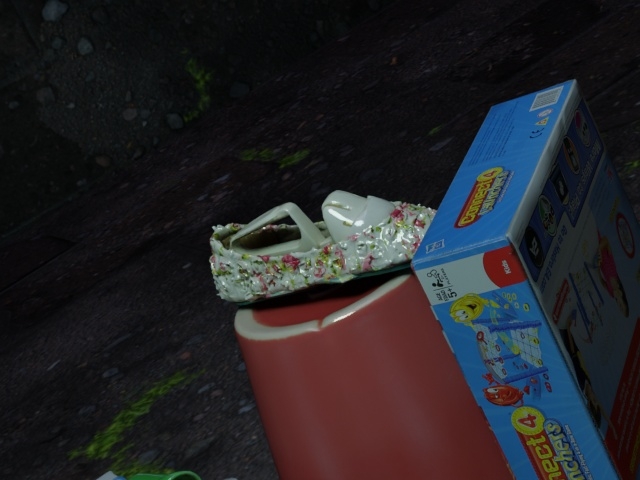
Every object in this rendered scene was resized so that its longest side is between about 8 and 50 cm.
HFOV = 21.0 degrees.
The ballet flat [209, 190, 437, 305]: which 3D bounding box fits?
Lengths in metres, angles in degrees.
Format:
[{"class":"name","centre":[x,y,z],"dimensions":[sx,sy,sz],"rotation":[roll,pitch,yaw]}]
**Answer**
[{"class":"ballet flat","centre":[0.000,0.000,1.491],"dimensions":[0.241,0.077,0.091],"rotation":[-15,21,28]}]

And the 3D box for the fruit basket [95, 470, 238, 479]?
[{"class":"fruit basket","centre":[-0.150,0.316,1.440],"dimensions":[0.327,0.165,0.353],"rotation":[-32,14,-17]}]

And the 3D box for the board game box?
[{"class":"board game box","centre":[0.209,0.064,1.459],"dimensions":[0.086,0.302,0.308],"rotation":[-17,21,26]}]

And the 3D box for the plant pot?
[{"class":"plant pot","centre":[0.058,0.134,1.558],"dimensions":[0.275,0.243,0.275],"rotation":[-24,19,9]}]
